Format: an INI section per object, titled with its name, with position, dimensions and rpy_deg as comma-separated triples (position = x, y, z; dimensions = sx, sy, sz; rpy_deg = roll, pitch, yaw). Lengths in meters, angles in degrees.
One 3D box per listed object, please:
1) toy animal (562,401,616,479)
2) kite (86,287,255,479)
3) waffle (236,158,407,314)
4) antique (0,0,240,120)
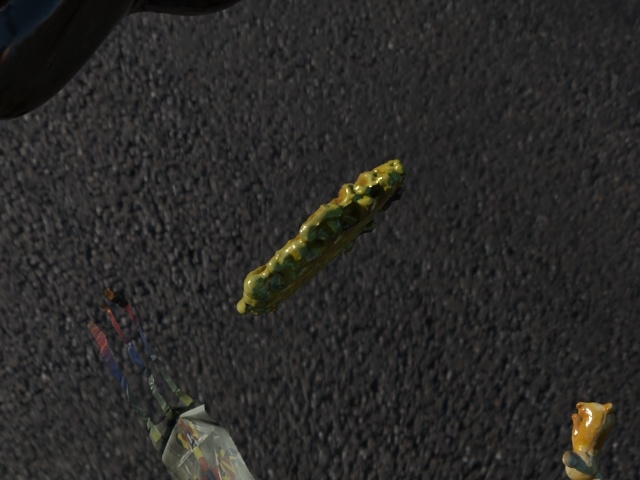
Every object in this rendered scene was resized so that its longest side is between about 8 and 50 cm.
[toy animal]
position = 0.285, 0.217, 1.177
dimensions = 0.060, 0.081, 0.083
rpy_deg = 29, 52, -13
[kite]
position = -0.121, 0.151, 0.930
dimensions = 0.015, 0.141, 0.245
rpy_deg = -25, 73, -39
[waffle]
position = 0.002, 0.003, 1.593
dimensions = 0.307, 0.312, 0.060
rpy_deg = -40, 85, -5
[antique]
position = -0.077, -0.149, 0.392
dimensions = 0.121, 0.143, 0.257
rpy_deg = 40, 56, 18
